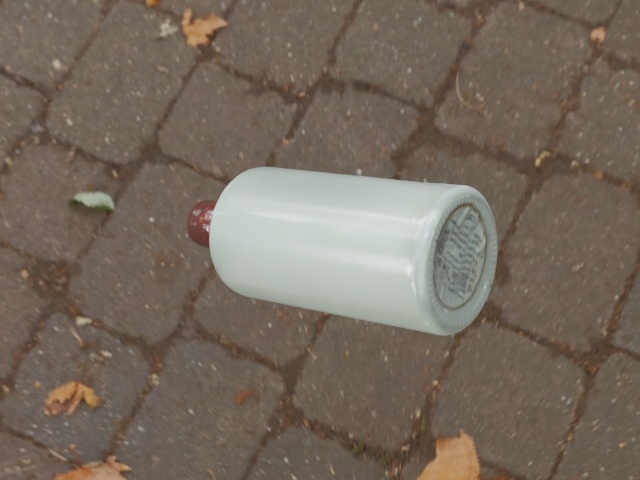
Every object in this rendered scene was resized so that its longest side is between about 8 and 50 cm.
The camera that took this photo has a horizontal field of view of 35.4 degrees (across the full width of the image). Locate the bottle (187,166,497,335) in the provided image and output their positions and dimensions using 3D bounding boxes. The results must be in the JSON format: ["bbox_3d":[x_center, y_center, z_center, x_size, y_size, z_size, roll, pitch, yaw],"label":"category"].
[{"bbox_3d":[0.000,0.000,0.734,0.245,0.104,0.104,8,68,39],"label":"bottle"}]
